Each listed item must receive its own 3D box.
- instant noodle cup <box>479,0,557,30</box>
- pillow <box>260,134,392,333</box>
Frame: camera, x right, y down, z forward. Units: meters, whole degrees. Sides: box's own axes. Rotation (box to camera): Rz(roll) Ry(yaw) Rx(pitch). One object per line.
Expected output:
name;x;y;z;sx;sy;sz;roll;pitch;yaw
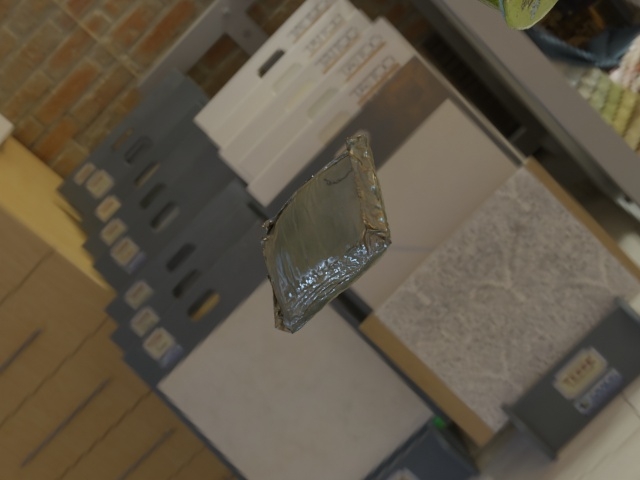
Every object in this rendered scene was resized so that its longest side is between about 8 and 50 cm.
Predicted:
instant noodle cup;0.222;-0.459;1.265;0.221;0.311;0.311;29;72;23
pillow;0.000;0.000;0.917;0.208;0.053;0.119;-43;57;51
